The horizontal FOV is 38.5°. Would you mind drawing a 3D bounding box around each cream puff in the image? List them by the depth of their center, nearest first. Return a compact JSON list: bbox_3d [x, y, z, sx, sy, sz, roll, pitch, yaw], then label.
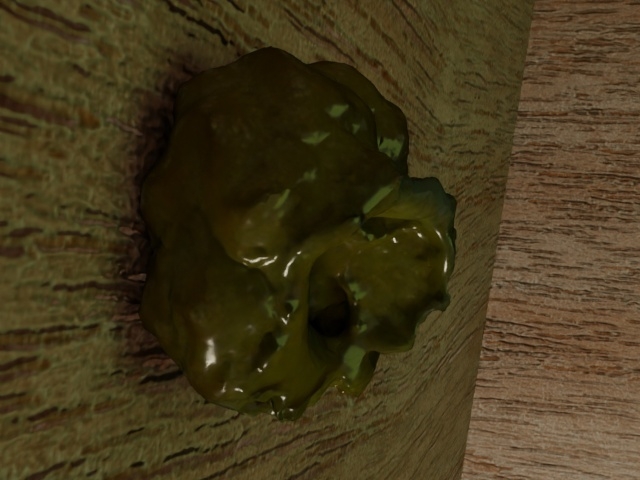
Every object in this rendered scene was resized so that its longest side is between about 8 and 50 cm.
[{"bbox_3d":[0.000,0.002,0.640,0.282,0.185,0.281,6,90,-74],"label":"cream puff"}]
